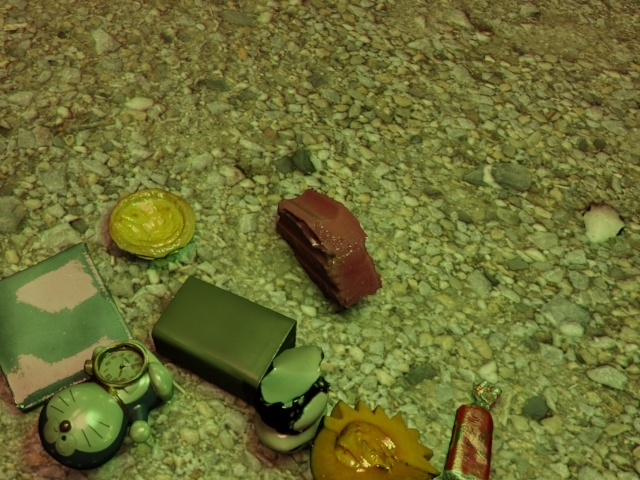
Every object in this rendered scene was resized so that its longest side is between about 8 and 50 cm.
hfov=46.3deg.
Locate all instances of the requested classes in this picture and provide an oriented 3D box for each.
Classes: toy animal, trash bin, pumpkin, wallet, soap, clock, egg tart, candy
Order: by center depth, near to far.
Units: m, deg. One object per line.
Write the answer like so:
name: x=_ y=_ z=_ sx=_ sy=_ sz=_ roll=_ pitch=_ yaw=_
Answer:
clock: x=-0.390 y=0.307 z=1.363 sx=0.199 sy=0.147 sz=0.243 roll=38 pitch=58 yaw=22
toy animal: x=-0.047 y=0.306 z=1.379 sx=0.138 sy=0.179 sz=0.166 roll=32 pitch=45 yaw=33
pumpkin: x=0.075 y=0.394 z=1.395 sx=0.253 sy=0.149 sz=0.130 roll=25 pitch=23 yaw=-18
candy: x=0.287 y=0.395 z=1.428 sx=0.086 sy=0.059 sz=0.292 roll=16 pitch=57 yaw=5
trash bin: x=-0.186 y=0.191 z=1.472 sx=0.240 sy=0.122 sz=0.164 roll=25 pitch=59 yaw=12
wallet: x=-0.529 y=0.163 z=1.490 sx=0.251 sy=0.054 sz=0.290 roll=-27 pitch=66 yaw=-19
soap: x=0.000 y=0.000 z=1.572 sx=0.112 sy=0.182 sz=0.289 roll=-26 pitch=31 yaw=-18
egg tart: x=-0.361 y=-0.030 z=1.613 sx=0.191 sy=0.074 sz=0.191 roll=2 pitch=58 yaw=-3
